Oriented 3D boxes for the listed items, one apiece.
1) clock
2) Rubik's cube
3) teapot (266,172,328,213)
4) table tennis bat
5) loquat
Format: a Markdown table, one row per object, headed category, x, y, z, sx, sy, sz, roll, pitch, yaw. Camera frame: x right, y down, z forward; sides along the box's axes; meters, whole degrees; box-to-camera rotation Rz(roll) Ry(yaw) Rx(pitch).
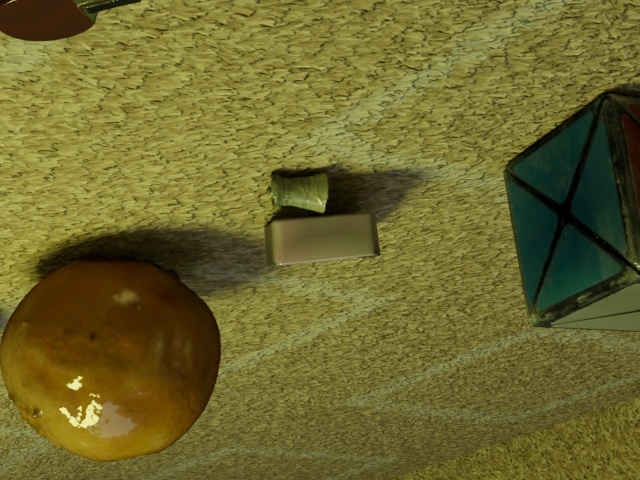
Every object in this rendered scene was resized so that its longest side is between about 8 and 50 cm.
| category | x | y | z | sx | sy | sz | roll | pitch | yaw |
| --- | --- | --- | --- | --- | --- | --- | --- | --- | --- |
| clock | 0.000 | 0.000 | 2.014 | 0.150 | 0.063 | 0.197 | -5 | 179 | -5 |
| Rubik's cube | 0.427 | -0.028 | 1.904 | 0.255 | 0.259 | 0.260 | 5 | 160 | -27 |
| teapot | -0.033 | -0.063 | 1.928 | 0.083 | 0.057 | 0.067 | 6 | 131 | -12 |
| table tennis bat | -0.259 | -0.235 | 1.447 | 0.158 | 0.014 | 0.095 | -10 | 158 | 14 |
| loquat | -0.311 | 0.174 | 2.113 | 0.329 | 0.328 | 0.328 | -7 | 160 | -2 |
